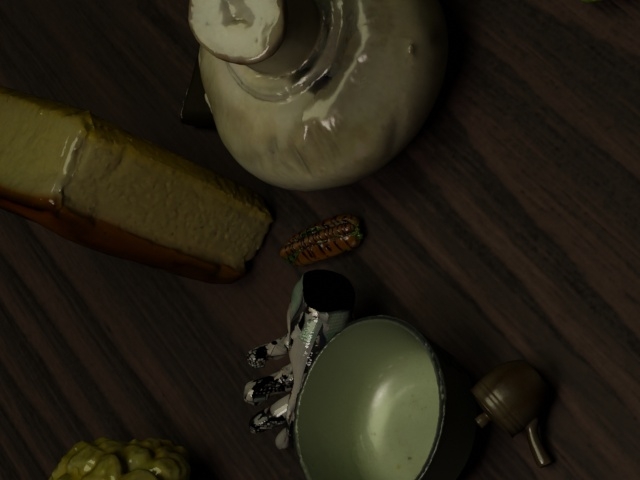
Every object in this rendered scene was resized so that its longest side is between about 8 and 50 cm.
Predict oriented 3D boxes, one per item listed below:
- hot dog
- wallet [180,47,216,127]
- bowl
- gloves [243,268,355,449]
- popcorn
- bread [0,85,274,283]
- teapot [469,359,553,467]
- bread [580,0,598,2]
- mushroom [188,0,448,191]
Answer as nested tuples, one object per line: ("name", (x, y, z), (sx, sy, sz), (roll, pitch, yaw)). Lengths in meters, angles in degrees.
("hot dog", (0.000, 0.000, 2.100), (0.122, 0.037, 0.049), (-22, 59, 37))
("wallet", (-0.094, -0.189, 2.261), (0.198, 0.031, 0.110), (8, 82, 47))
("bowl", (0.083, 0.189, 1.899), (0.211, 0.112, 0.211), (-16, 67, 42))
("gloves", (-0.013, 0.144, 2.024), (0.127, 0.111, 0.212), (45, 139, 41))
("popcorn", (-0.232, 0.336, 2.119), (0.235, 0.181, 0.216), (-25, 61, 47))
("bread", (-0.276, -0.067, 2.189), (0.324, 0.333, 0.143), (19, 86, 49))
("teapot", (0.204, 0.178, 1.833), (0.080, 0.085, 0.110), (-41, 78, 0))
("bread", (0.268, -0.429, 1.914), (0.166, 0.112, 0.383), (-37, 53, 32))
("mushroom", (0.009, -0.210, 2.015), (0.356, 0.315, 0.315), (-177, 103, -77))
